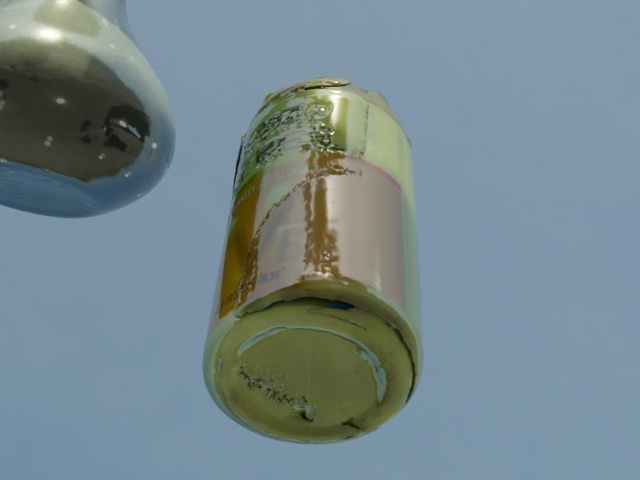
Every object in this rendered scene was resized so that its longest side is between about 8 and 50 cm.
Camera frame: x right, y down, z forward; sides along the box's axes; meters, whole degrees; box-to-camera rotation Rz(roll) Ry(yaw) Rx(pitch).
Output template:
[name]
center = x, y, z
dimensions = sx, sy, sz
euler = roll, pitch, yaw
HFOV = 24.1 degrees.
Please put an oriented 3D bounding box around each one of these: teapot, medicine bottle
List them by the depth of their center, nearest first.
[medicine bottle]
center = 0.000, 0.000, 0.897
dimensions = 0.124, 0.239, 0.124
euler = 1, -51, 1
[teapot]
center = -0.175, -0.149, 1.032
dimensions = 0.183, 0.183, 0.251
euler = 16, -108, -19
